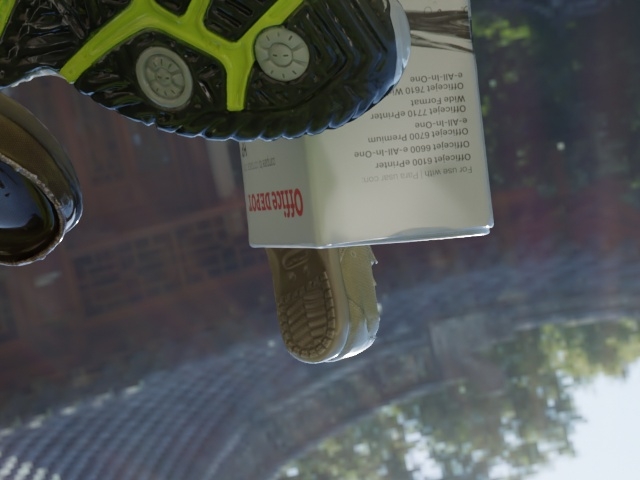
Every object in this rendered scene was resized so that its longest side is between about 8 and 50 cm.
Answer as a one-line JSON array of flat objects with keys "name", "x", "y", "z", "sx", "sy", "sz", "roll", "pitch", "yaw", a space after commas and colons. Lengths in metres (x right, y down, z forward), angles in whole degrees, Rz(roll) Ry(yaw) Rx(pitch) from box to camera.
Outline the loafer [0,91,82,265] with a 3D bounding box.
[{"name": "loafer", "x": -0.323, "y": -0.059, "z": 1.045, "sx": 0.134, "sy": 0.130, "sz": 0.366, "roll": -34, "pitch": 136, "yaw": 29}]

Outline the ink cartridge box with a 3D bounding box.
[{"name": "ink cartridge box", "x": 0.013, "y": -0.150, "z": 1.060, "sx": 0.129, "sy": 0.307, "sz": 0.223, "roll": -7, "pitch": -178, "yaw": -15}]

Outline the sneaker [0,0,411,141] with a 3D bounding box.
[{"name": "sneaker", "x": -0.111, "y": -0.160, "z": 0.930, "sx": 0.385, "sy": 0.145, "sz": 0.147, "roll": 14, "pitch": -150, "yaw": 27}]

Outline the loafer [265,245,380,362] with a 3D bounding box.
[{"name": "loafer", "x": 0.000, "y": 0.000, "z": 1.484, "sx": 0.102, "sy": 0.268, "sz": 0.092, "roll": -18, "pitch": 154, "yaw": 32}]
